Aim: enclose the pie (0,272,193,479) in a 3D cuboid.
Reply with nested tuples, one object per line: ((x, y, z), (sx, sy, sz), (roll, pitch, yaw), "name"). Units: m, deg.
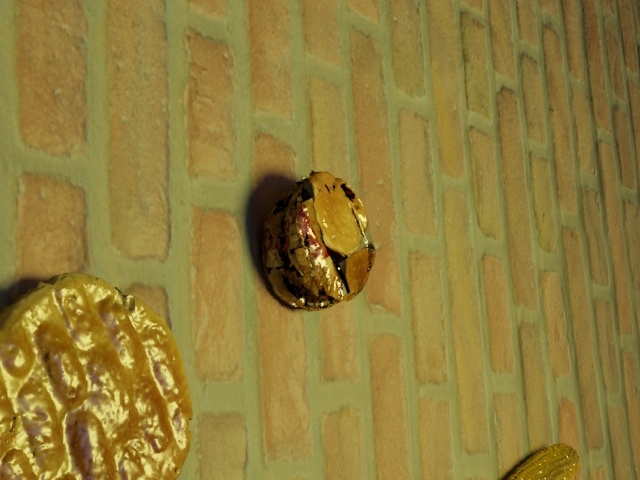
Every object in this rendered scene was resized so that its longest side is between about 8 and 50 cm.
((-0.281, 0.201, 1.176), (0.339, 0.083, 0.339), (23, 60, -49), "pie")

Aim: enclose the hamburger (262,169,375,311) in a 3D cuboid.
((0.000, 0.000, 1.578), (0.231, 0.107, 0.230), (26, 56, -47), "hamburger")

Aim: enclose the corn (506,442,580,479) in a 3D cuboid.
((0.445, 0.491, 2.032), (0.310, 0.102, 0.101), (-24, 100, -53), "corn")
